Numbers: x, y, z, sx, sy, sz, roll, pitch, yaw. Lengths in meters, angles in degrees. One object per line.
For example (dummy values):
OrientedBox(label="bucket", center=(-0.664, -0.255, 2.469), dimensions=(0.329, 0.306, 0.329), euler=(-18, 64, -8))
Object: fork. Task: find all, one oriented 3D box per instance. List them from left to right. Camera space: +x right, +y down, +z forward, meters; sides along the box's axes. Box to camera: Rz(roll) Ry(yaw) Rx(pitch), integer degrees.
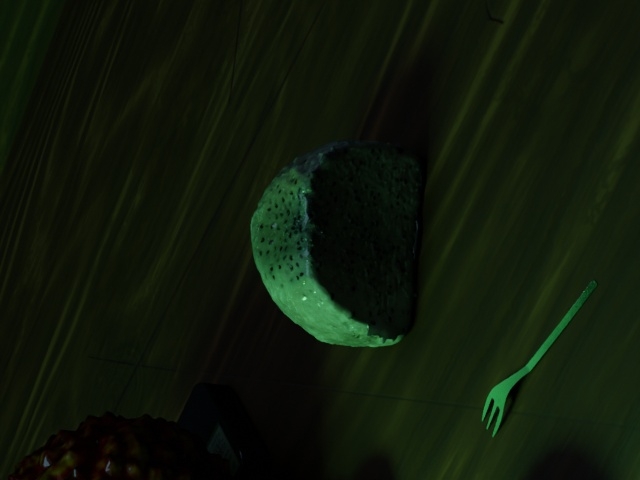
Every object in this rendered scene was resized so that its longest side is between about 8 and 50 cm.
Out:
OrientedBox(label="fork", center=(0.249, 0.135, 1.461), dimensions=(0.235, 0.021, 0.039), euler=(-60, 41, 25))

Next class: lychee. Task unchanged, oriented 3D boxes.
OrientedBox(label="lychee", center=(-0.266, 0.480, 1.713), dimensions=(0.424, 0.425, 0.500), euler=(31, 127, 55))

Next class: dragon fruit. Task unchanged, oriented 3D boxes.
OrientedBox(label="dragon fruit", center=(0.000, 0.000, 1.696), dimensions=(0.204, 0.221, 0.283), euler=(-9, 75, 48))

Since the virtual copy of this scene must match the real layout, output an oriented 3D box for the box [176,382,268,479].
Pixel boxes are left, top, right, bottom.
OrientedBox(label="box", center=(-0.205, 0.418, 1.992), dimensions=(0.350, 0.058, 0.211), euler=(-62, 39, 21))
